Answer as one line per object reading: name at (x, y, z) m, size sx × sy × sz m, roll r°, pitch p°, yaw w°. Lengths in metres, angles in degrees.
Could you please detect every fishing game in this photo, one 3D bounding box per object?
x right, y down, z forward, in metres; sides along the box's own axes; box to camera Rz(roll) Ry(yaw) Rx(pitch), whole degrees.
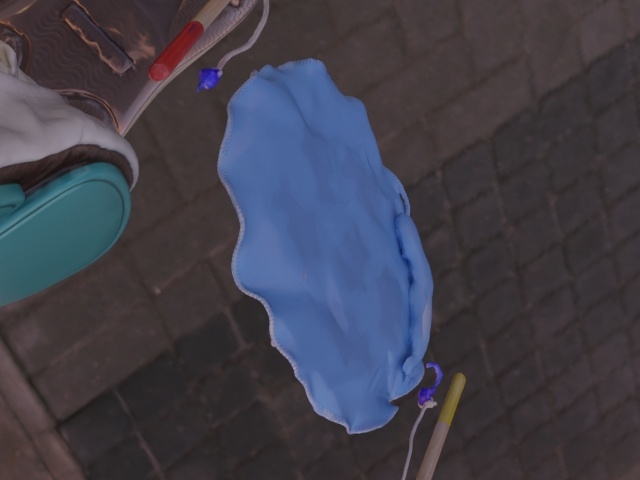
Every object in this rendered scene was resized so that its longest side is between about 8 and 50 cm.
fishing game at (0.000, 0.000, 0.586) m, size 0.041 × 0.189 × 0.264 m, roll -16°, pitch 117°, yaw 26°

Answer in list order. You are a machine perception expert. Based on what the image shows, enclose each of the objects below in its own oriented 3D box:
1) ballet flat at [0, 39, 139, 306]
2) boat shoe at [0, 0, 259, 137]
ballet flat at (-0.164, -0.042, 0.496) m, size 0.139 × 0.400 × 0.139 m, roll 0°, pitch 89°, yaw 1°
boat shoe at (-0.155, -0.124, 0.798) m, size 0.355 × 0.130 × 0.132 m, roll -31°, pitch 108°, yaw 24°
